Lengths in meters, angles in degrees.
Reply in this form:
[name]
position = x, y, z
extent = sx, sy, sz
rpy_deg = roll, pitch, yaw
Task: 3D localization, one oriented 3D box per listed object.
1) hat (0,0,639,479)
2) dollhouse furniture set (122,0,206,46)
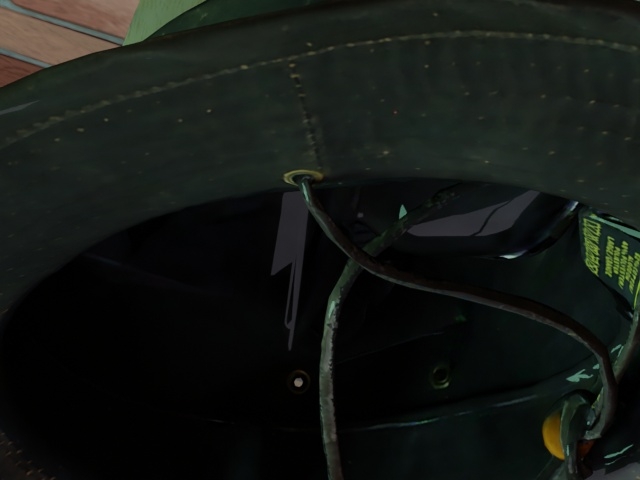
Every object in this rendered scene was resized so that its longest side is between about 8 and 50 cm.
[hat]
position = 0.000, 0.000, 0.545
extent = 0.331, 0.134, 0.331
rpy_deg = -5, 145, -3
[dollhouse furniture set]
position = 0.158, -0.117, 0.665
extent = 0.394, 0.256, 0.362
rpy_deg = -8, 140, 29
